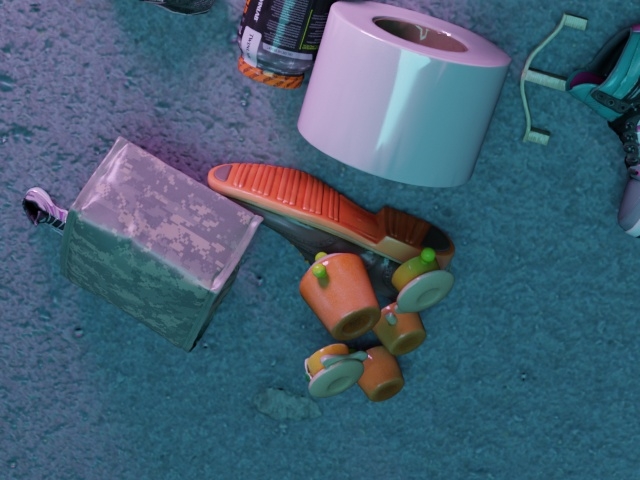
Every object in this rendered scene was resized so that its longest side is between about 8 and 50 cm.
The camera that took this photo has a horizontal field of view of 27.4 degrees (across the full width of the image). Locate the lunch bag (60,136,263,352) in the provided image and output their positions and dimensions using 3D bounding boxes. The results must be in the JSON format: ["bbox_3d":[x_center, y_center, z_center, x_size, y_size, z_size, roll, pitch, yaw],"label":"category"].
[{"bbox_3d":[-0.238,0.024,1.866,0.235,0.169,0.287,30,148,-2],"label":"lunch bag"}]

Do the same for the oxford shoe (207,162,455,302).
[{"bbox_3d":[0.000,0.000,1.865,0.363,0.130,0.133,22,118,-2],"label":"oxford shoe"}]

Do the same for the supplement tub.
[{"bbox_3d":[-0.042,-0.307,1.756,0.117,0.117,0.190,18,111,-1],"label":"supplement tub"}]

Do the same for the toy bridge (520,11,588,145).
[{"bbox_3d":[0.306,-0.221,1.796,0.063,0.026,0.188,17,112,3],"label":"toy bridge"}]

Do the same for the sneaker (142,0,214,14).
[{"bbox_3d":[-0.229,-0.344,1.785,0.178,0.077,0.072,13,113,1],"label":"sneaker"}]

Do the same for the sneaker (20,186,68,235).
[{"bbox_3d":[-0.400,-0.030,1.928,0.098,0.069,0.038,40,110,-9],"label":"sneaker"}]

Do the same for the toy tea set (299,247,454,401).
[{"bbox_3d":[0.053,0.111,1.852,0.200,0.124,0.336,-14,146,-23],"label":"toy tea set"}]

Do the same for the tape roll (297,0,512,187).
[{"bbox_3d":[0.107,-0.193,1.713,0.246,0.246,0.169,18,111,0],"label":"tape roll"}]

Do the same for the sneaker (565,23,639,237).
[{"bbox_3d":[0.406,-0.159,1.753,0.178,0.124,0.296,15,104,-4],"label":"sneaker"}]
